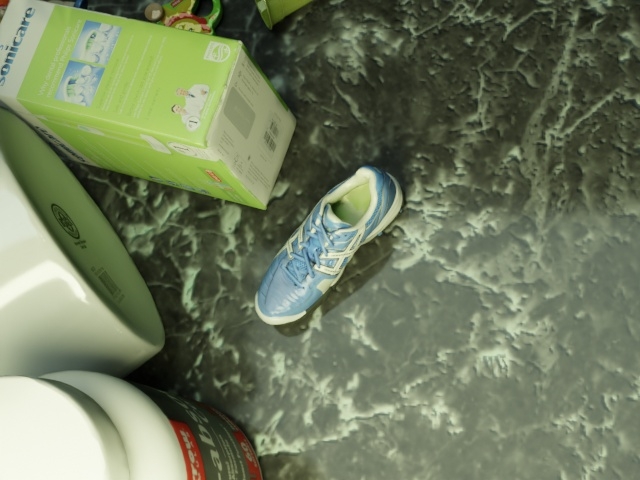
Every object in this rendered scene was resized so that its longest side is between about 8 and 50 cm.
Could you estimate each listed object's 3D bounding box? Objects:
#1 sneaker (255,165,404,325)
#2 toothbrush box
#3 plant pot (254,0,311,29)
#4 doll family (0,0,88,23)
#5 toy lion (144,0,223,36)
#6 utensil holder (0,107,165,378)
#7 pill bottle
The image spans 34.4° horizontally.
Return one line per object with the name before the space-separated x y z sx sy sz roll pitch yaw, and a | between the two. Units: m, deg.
sneaker | 0.000 0.000 1.108 0.080 0.081 0.211 38 87 21
toothbrush box | -0.196 -0.148 1.142 0.283 0.206 0.122 13 77 20
plant pot | -0.038 -0.303 1.223 0.079 0.083 0.083 -23 68 -5
doll family | -0.406 -0.229 1.249 0.163 0.118 0.263 19 36 6
toy lion | -0.160 -0.264 1.267 0.100 0.034 0.096 -38 74 1
utensil holder | -0.404 0.090 1.063 0.385 0.327 0.327 -34 67 1
pill bottle | -0.195 0.229 0.930 0.210 0.363 0.210 -3 75 12
